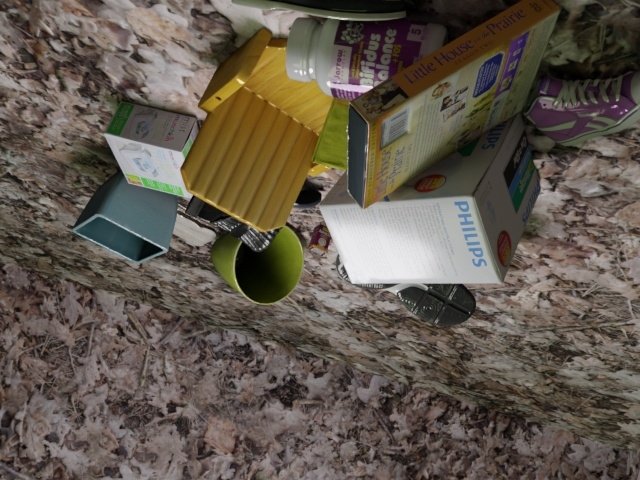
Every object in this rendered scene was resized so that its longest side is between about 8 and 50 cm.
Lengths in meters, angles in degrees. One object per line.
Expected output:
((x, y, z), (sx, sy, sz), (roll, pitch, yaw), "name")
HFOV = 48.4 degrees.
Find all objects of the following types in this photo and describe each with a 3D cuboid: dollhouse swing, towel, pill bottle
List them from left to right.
((-0.504, -0.065, 2.551), (0.282, 0.049, 0.187), (31, 151, -28), "towel")
((-0.106, -0.228, 1.656), (0.346, 0.305, 0.315), (30, 152, -26), "dollhouse swing")
((0.064, -0.270, 1.616), (0.102, 0.021, 0.237), (13, 118, -17), "towel")
((0.091, -0.361, 1.413), (0.301, 0.169, 0.169), (10, 155, 12), "pill bottle")

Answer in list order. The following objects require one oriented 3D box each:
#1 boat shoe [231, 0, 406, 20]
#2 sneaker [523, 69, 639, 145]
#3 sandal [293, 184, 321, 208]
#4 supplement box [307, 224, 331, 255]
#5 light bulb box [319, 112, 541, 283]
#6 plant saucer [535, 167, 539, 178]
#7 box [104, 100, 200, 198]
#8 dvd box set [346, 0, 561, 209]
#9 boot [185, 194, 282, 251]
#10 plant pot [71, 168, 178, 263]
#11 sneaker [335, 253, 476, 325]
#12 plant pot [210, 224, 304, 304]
((-0.004, -0.474, 1.313), (0.339, 0.127, 0.113), (15, 113, 22), "boat shoe")
((0.519, -0.281, 1.401), (0.161, 0.102, 0.282), (29, 153, -19), "sneaker")
((-0.116, -0.159, 2.069), (0.254, 0.097, 0.055), (18, 129, -5), "sandal")
((0.000, 0.000, 2.328), (0.055, 0.083, 0.043), (25, 154, -19), "supplement box")
((0.255, -0.095, 1.587), (0.360, 0.358, 0.225), (-3, 125, 35), "light bulb box")
((0.391, -0.152, 1.816), (0.317, 0.044, 0.318), (14, 156, 6), "plant saucer")
((-0.454, -0.254, 2.035), (0.231, 0.127, 0.262), (15, 155, 8), "box")
((0.235, -0.250, 1.332), (0.062, 0.420, 0.308), (52, 167, 22), "dvd box set")
((-0.200, -0.120, 1.967), (0.260, 0.131, 0.348), (29, 145, -13), "boot")
((-0.597, -0.106, 2.277), (0.247, 0.252, 0.247), (31, 152, -28), "plant pot")
((0.265, 0.084, 2.184), (0.447, 0.257, 0.169), (25, 112, -6), "sneaker")
((-0.250, 0.059, 2.450), (0.274, 0.275, 0.293), (35, 166, -34), "plant pot")
